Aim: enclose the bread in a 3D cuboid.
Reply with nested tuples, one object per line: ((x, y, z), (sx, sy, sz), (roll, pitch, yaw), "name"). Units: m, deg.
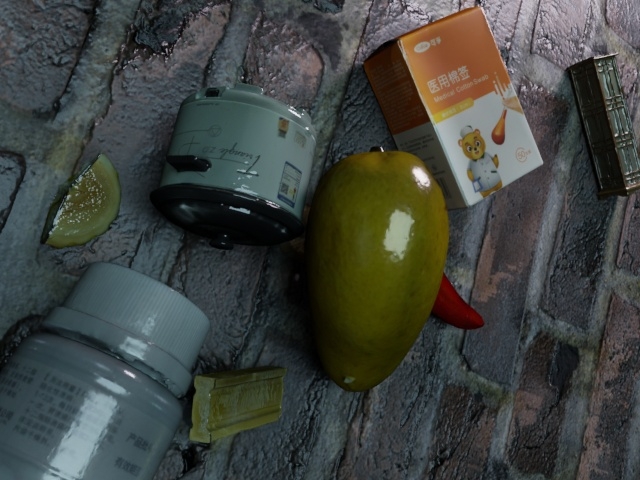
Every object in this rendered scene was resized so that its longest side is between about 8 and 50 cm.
((-0.350, -0.056, 0.978), (0.094, 0.083, 0.157), (19, 80, -27), "bread")

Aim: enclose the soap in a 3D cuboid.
((-0.121, 0.250, 1.015), (0.252, 0.037, 0.092), (20, 75, -68), "soap")

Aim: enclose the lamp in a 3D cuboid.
((0.668, -0.263, 1.507), (0.089, 0.090, 0.326), (-17, 93, -26), "lamp")

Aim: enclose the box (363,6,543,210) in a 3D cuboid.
((0.258, -0.252, 1.267), (0.224, 0.143, 0.341), (-28, 100, -26), "box")

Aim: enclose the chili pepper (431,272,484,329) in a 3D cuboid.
((0.206, 0.043, 1.261), (0.137, 0.091, 0.369), (-38, 111, -37), "chili pepper")

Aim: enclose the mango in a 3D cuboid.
((0.083, 0.067, 1.045), (0.220, 0.301, 0.445), (4, 120, 1), "mango")

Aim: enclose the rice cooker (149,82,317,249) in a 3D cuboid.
((-0.131, -0.097, 1.009), (0.280, 0.241, 0.227), (37, 60, -62), "rice cooker")

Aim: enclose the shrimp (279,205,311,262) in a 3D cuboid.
((0.000, 0.000, 1.175), (0.180, 0.041, 0.099), (23, 79, -25), "shrimp")

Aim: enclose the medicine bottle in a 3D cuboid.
((-0.306, 0.208, 0.890), (0.245, 0.245, 0.306), (35, 62, -20), "medicine bottle")
